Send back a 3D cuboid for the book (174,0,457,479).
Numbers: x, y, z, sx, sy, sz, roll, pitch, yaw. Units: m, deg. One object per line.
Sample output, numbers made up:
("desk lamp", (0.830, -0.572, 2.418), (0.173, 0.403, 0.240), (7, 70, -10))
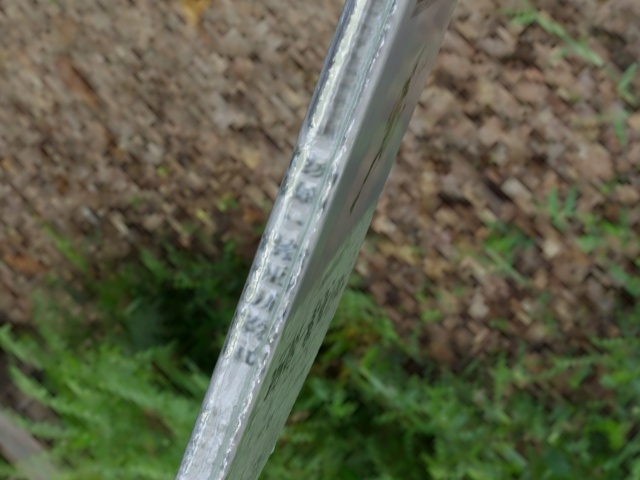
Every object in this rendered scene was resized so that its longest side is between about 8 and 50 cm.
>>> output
("book", (0.000, 0.000, 0.406), (0.014, 0.181, 0.127), (23, -162, 6))
